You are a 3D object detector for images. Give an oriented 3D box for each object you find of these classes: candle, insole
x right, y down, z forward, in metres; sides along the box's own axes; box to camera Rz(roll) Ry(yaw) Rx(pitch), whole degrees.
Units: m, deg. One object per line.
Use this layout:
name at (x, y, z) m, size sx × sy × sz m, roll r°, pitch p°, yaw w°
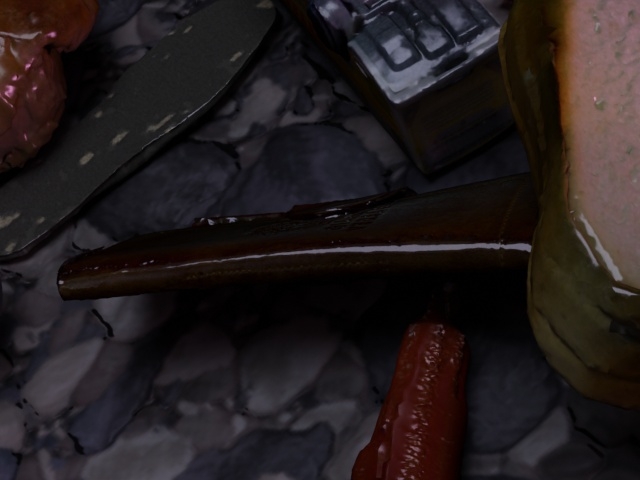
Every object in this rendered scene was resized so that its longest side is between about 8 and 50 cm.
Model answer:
candle at (0.048, 0.078, 0.830) m, size 0.053 × 0.048 × 0.162 m, roll -3°, pitch 50°, yaw 23°
insole at (-0.119, -0.073, 1.056) m, size 0.248 × 0.011 × 0.081 m, roll -43°, pitch 46°, yaw -14°

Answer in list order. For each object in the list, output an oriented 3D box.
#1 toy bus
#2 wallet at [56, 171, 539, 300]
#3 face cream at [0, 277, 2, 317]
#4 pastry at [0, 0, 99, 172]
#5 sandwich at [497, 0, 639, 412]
toy bus at (0.021, -0.155, 1.004) m, size 0.092 × 0.106 × 0.268 m, roll -31°, pitch 49°, yaw -6°
wallet at (0.000, 0.000, 0.890) m, size 0.255 × 0.031 × 0.137 m, roll -5°, pitch 14°, yaw 17°
face cream at (-0.246, 0.035, 0.943) m, size 0.104 × 0.117 × 0.117 m, roll 12°, pitch 56°, yaw 20°
pastry at (-0.252, -0.120, 1.090) m, size 0.229 × 0.100 × 0.218 m, roll -31°, pitch 48°, yaw -10°
sandwich at (0.202, -0.028, 0.799) m, size 0.226 × 0.087 × 0.251 m, roll 8°, pitch 48°, yaw -9°
